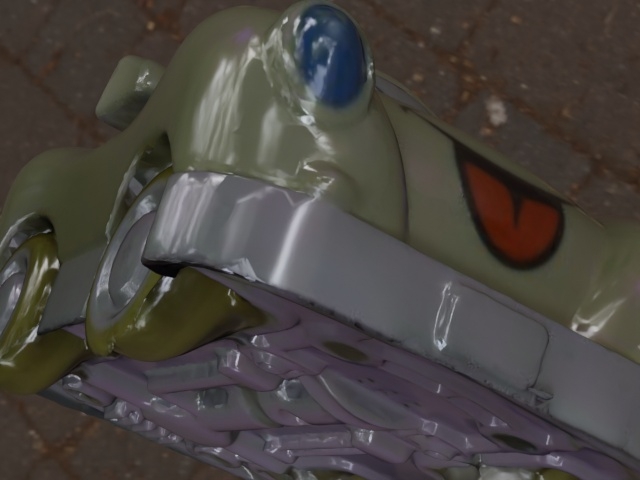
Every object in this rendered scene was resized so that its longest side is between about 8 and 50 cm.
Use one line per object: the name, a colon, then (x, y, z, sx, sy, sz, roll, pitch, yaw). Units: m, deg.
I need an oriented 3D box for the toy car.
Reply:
toy car: (0.000, 0.000, 0.657, 0.336, 0.242, 0.226, -21, 47, 58)
